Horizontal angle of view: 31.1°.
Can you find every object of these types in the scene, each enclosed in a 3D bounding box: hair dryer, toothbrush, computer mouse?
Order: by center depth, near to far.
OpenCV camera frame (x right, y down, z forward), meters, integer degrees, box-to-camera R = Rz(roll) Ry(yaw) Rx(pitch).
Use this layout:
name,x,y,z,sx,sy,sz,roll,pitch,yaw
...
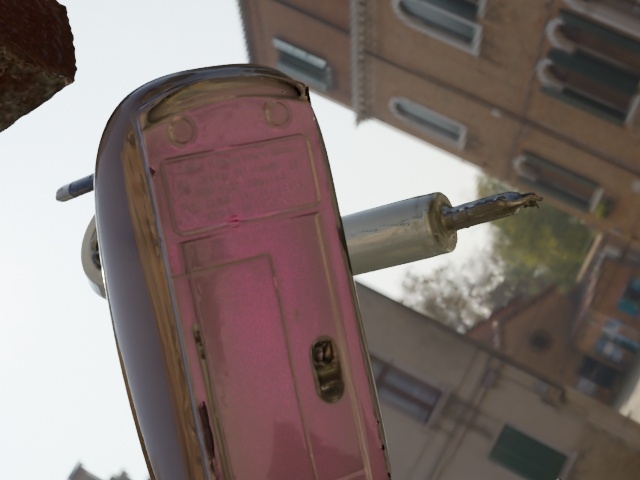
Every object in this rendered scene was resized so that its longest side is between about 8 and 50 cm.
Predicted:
name,x,y,z,sx,sy,sz,roll,pitch,yaw
computer mouse,-0.043,0.049,0.702,0.158,0.310,0.072,-14,4,-28
hair dryer,0.000,0.000,0.900,0.173,0.357,0.108,40,-139,-50
toothbrush,-0.169,-0.075,1.082,0.288,0.026,0.024,-18,40,45

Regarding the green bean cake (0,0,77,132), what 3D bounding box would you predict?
name,x,y,z,sx,sy,sz,roll,pitch,yaw
green bean cake,-0.305,-0.142,0.776,0.198,0.097,0.232,-35,-33,7

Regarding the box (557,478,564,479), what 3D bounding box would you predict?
name,x,y,z,sx,sy,sz,roll,pitch,yaw
box,0.178,0.250,0.601,0.214,0.069,0.353,-57,9,-12
